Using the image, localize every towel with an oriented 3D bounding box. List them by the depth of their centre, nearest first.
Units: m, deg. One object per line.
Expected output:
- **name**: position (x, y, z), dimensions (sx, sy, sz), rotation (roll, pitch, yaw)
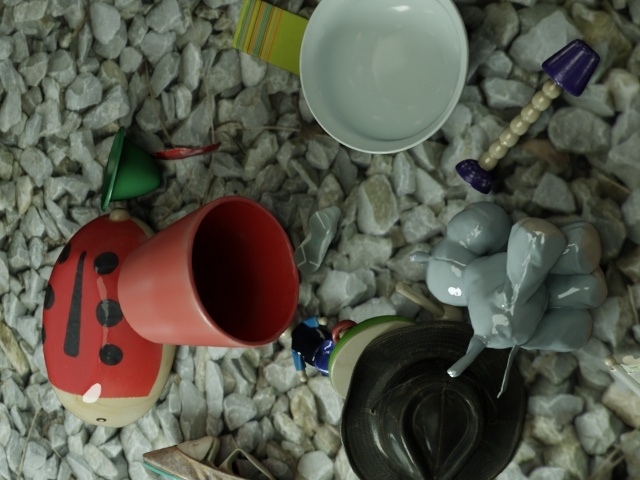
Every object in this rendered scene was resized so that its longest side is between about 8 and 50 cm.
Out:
- **towel**: position (-0.053, -0.357, 1.755), dimensions (0.237, 0.021, 0.102), rotation (28, 112, 24)

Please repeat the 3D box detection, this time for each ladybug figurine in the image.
- **ladybug figurine**: position (-0.432, 0.158, 1.921), dimensions (0.305, 0.162, 0.450), rotation (8, 97, 29)

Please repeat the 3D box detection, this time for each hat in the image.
- **hat**: position (0.186, 0.299, 1.538), dimensions (0.331, 0.134, 0.331), rotation (-1, 103, -2)
- **hat**: position (-0.322, -0.123, 1.915), dimensions (0.208, 0.183, 0.173), rotation (180, 101, -72)

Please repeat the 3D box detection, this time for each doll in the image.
- **doll**: position (-0.004, 0.199, 1.752), dimensions (0.189, 0.046, 0.129), rotation (31, 107, 23)

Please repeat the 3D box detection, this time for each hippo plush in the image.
- **hippo plush**: position (0.284, 0.070, 1.524), dimensions (0.294, 0.234, 0.236), rotation (-60, 35, 3)

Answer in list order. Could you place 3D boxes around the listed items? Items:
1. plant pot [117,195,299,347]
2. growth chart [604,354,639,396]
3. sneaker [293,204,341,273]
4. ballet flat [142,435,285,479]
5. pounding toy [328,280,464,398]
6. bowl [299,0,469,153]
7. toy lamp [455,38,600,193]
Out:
- **plant pot**: position (-0.214, 0.076, 1.752), dimensions (0.243, 0.275, 0.275), rotation (-15, 86, 39)
- **growth chart**: position (0.541, 0.202, 1.383), dimensions (0.237, 0.172, 0.021), rotation (-9, 47, 41)
- **sneaker**: position (0.000, 0.000, 1.734), dimensions (0.053, 0.061, 0.152), rotation (38, 130, 14)
- **ballet flat**: position (-0.193, 0.437, 1.858), dimensions (0.316, 0.107, 0.106), rotation (20, 83, 21)
- **pounding toy**: position (0.106, 0.157, 1.640), dimensions (0.237, 0.183, 0.110), rotation (-50, 35, 18)
- **bowl**: position (0.125, -0.289, 1.594), dimensions (0.297, 0.134, 0.298), rotation (3, 96, 30)
- **toy lamp**: position (0.326, -0.193, 1.522), dimensions (0.080, 0.080, 0.275), rotation (46, 115, 18)
